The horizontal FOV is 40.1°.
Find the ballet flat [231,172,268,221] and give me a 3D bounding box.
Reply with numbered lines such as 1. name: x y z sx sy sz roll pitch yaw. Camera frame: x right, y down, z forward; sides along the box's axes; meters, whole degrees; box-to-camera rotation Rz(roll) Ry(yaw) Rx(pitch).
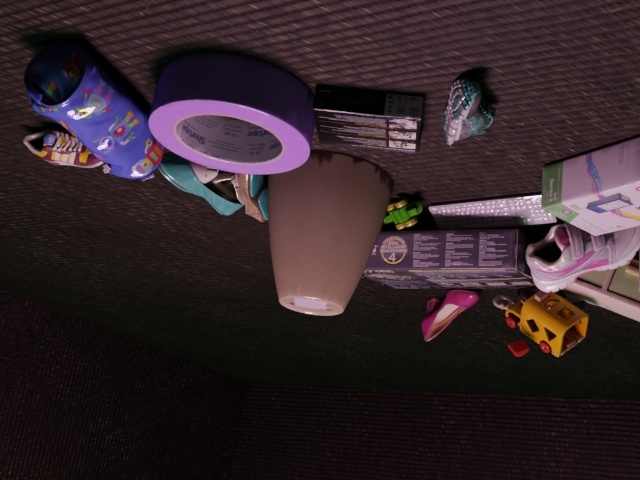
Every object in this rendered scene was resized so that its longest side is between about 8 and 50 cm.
1. ballet flat: -0.146 -0.108 1.770 0.067 0.073 0.206 15 148 16

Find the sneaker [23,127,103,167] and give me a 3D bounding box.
1. sneaker: -0.501 -0.186 1.731 0.185 0.069 0.084 -2 164 26

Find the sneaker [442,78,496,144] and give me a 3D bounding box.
1. sneaker: 0.241 -0.207 1.376 0.076 0.065 0.166 -7 165 -4

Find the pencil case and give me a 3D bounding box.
1. pencil case: -0.383 -0.213 1.512 0.119 0.133 0.306 37 173 27

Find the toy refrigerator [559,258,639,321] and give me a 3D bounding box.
1. toy refrigerator: 0.642 0.094 1.862 0.269 0.102 0.094 23 166 18

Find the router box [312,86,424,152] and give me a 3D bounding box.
1. router box: 0.081 -0.200 1.466 0.179 0.046 0.133 7 162 7

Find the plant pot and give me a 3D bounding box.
1. plant pot: 0.000 0.000 1.731 0.256 0.274 0.256 9 161 3

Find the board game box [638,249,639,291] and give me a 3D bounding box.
1. board game box: 0.700 -0.001 1.611 0.142 0.144 0.275 7 162 4

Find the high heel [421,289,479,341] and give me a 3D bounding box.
1. high heel: 0.355 0.207 2.408 0.082 0.117 0.244 19 159 -26

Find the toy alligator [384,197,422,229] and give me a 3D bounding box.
1. toy alligator: 0.167 -0.057 1.846 0.051 0.056 0.189 -31 -174 -24

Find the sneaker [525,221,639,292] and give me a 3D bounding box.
1. sneaker: 0.513 0.010 1.714 0.252 0.103 0.111 -32 137 21

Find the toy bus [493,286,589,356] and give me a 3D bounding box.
1. toy bus: 0.485 0.155 1.914 0.202 0.191 0.104 2 131 7

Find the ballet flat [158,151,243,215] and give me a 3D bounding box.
1. ballet flat: -0.229 -0.129 1.790 0.087 0.083 0.247 -26 148 19

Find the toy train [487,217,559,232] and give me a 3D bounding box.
1. toy train: 0.411 -0.037 1.803 0.158 0.036 0.027 6 161 8

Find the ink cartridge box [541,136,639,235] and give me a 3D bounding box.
1. ink cartridge box: 0.515 -0.091 1.517 0.154 0.093 0.212 22 156 -32

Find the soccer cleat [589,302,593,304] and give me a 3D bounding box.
1. soccer cleat: 0.738 0.101 1.959 0.318 0.109 0.116 4 157 21

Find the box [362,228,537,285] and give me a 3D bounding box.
1. box: 0.283 0.048 1.940 0.395 0.097 0.318 -1 171 28

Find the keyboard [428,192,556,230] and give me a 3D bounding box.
1. keyboard: 0.345 -0.054 1.771 0.256 0.014 0.072 -5 125 35

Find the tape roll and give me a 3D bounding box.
1. tape roll: -0.147 -0.208 1.482 0.274 0.090 0.275 7 161 2
